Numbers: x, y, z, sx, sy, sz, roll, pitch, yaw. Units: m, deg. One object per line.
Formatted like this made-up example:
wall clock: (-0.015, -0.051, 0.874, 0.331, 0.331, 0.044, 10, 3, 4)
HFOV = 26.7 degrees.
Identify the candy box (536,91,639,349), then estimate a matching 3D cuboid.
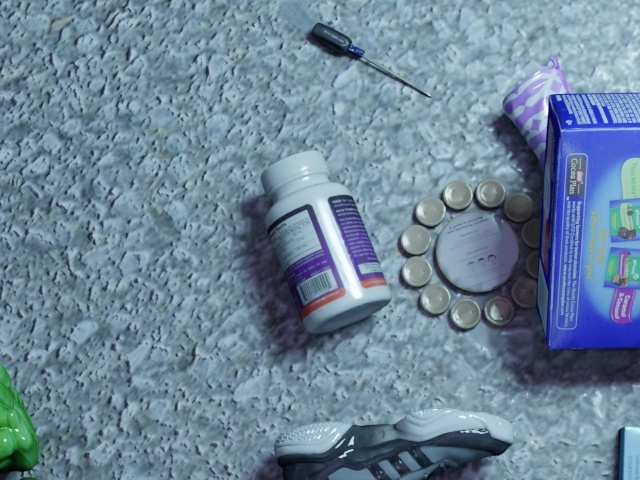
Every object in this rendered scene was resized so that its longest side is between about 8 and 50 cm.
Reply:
candy box: (0.402, -0.022, 1.454, 0.317, 0.122, 0.268, 0, 118, 3)

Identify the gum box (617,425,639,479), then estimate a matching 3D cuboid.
gum box: (0.424, 0.292, 1.495, 0.184, 0.041, 0.157, 5, 77, 4)

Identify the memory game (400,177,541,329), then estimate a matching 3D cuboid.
memory game: (0.184, 0.015, 1.590, 0.186, 0.012, 0.186, -1, 77, 4)

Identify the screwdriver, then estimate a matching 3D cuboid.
screwdriver: (0.065, -0.221, 1.652, 0.170, 0.024, 0.025, 27, 51, 3)

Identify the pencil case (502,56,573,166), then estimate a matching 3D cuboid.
pencil case: (0.299, -0.107, 1.571, 0.088, 0.086, 0.206, -43, 77, 30)

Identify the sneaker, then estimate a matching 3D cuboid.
sneaker: (0.085, 0.273, 1.487, 0.268, 0.101, 0.153, -7, 71, 8)

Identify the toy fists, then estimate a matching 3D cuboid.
toy fists: (-0.350, 0.267, 1.498, 0.096, 0.142, 0.279, -17, 77, 0)

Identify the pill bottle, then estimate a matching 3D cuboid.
pill bottle: (0.000, 0.000, 1.556, 0.108, 0.108, 0.194, -21, 77, -1)
